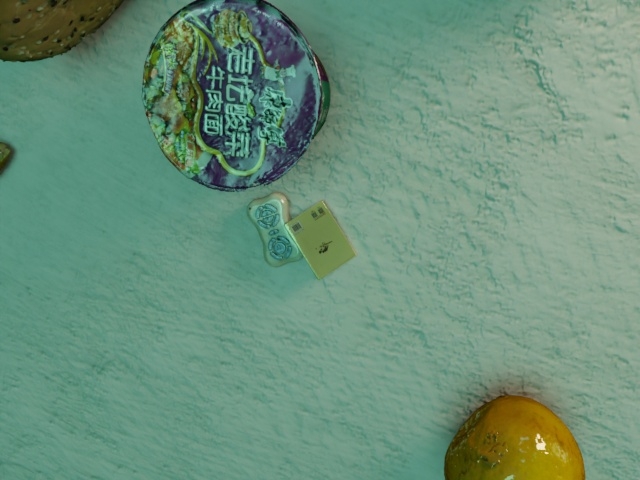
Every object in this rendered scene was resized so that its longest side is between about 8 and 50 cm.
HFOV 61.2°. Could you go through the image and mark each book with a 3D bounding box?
[{"bbox_3d":[0.000,0.000,0.894,0.077,0.014,0.111,-32,99,-4],"label":"book"}]

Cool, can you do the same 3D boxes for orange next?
[{"bbox_3d":[0.292,0.348,0.825,0.193,0.219,0.219,33,110,30],"label":"orange"}]

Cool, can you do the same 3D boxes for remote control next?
[{"bbox_3d":[-0.075,-0.017,0.911,0.074,0.032,0.122,-19,99,16],"label":"remote control"}]

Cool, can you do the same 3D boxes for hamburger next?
[{"bbox_3d":[-0.404,-0.395,0.757,0.195,0.318,0.277,48,140,-5],"label":"hamburger"}]

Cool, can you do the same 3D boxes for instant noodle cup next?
[{"bbox_3d":[-0.098,-0.209,0.785,0.251,0.190,0.251,3,105,12],"label":"instant noodle cup"}]

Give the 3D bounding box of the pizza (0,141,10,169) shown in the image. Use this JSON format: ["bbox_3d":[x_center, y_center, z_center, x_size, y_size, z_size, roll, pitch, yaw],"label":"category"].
[{"bbox_3d":[-0.675,-0.172,1.001,0.184,0.036,0.176,-33,93,20],"label":"pizza"}]
